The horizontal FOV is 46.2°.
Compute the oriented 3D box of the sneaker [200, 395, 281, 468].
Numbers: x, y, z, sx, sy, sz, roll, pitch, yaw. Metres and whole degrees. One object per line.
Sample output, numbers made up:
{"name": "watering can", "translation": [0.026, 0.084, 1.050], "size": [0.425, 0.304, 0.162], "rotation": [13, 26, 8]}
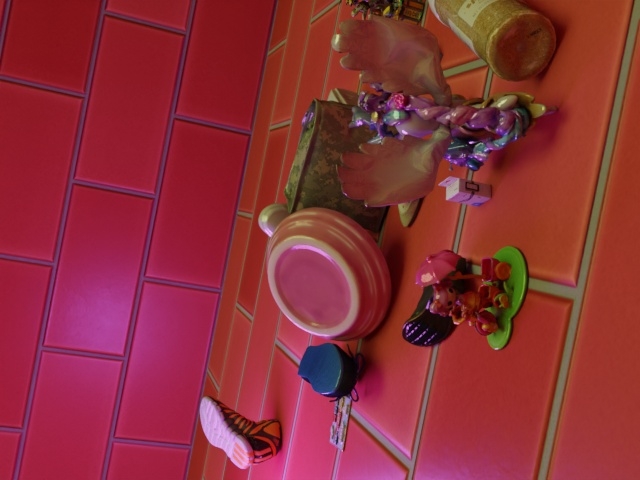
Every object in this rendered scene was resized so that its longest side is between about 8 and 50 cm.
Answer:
{"name": "sneaker", "translation": [-0.245, 0.597, 2.375], "size": [0.321, 0.180, 0.124], "rotation": [37, 120, 42]}

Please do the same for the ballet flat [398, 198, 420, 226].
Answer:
{"name": "ballet flat", "translation": [0.195, -0.107, 1.631], "size": [0.057, 0.052, 0.168], "rotation": [-106, 31, -56]}

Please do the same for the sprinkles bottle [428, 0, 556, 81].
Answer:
{"name": "sprinkles bottle", "translation": [0.299, -0.403, 1.355], "size": [0.355, 0.121, 0.121], "rotation": [-107, 32, -56]}

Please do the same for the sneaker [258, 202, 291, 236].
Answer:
{"name": "sneaker", "translation": [0.000, 0.000, 1.817], "size": [0.108, 0.292, 0.169], "rotation": [-65, 22, 4]}

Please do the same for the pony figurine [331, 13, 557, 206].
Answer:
{"name": "pony figurine", "translation": [0.176, -0.217, 1.296], "size": [0.363, 0.351, 0.302], "rotation": [-150, 59, -77]}

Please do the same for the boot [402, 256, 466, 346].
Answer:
{"name": "boot", "translation": [0.222, 0.119, 1.415], "size": [0.106, 0.082, 0.219], "rotation": [-64, 1, -35]}

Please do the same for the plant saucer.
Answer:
{"name": "plant saucer", "translation": [0.001, 0.091, 1.722], "size": [0.084, 0.332, 0.332], "rotation": [-34, -26, -50]}

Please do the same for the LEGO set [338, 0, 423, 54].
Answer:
{"name": "LEGO set", "translation": [0.124, -0.623, 1.936], "size": [0.331, 0.192, 0.255], "rotation": [168, 112, -72]}

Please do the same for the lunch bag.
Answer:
{"name": "lunch bag", "translation": [0.059, -0.193, 1.812], "size": [0.169, 0.235, 0.287], "rotation": [-108, 32, -63]}

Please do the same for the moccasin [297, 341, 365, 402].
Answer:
{"name": "moccasin", "translation": [0.042, 0.306, 1.789], "size": [0.342, 0.117, 0.137], "rotation": [-173, 106, -78]}

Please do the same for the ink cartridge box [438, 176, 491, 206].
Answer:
{"name": "ink cartridge box", "translation": [0.259, -0.088, 1.354], "size": [0.048, 0.083, 0.028], "rotation": [138, 139, -64]}

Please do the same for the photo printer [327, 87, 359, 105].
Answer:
{"name": "photo printer", "translation": [0.051, -0.242, 2.089], "size": [0.256, 0.107, 0.307], "rotation": [-112, 36, -61]}

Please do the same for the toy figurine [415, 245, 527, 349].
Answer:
{"name": "toy figurine", "translation": [0.230, 0.082, 1.218], "size": [0.130, 0.159, 0.173], "rotation": [171, 108, -72]}

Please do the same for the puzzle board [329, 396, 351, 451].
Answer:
{"name": "puzzle board", "translation": [0.047, 0.445, 1.849], "size": [0.096, 0.011, 0.128], "rotation": [175, 104, -73]}

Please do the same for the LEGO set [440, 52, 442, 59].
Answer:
{"name": "LEGO set", "translation": [0.204, -0.423, 1.723], "size": [0.227, 0.093, 0.087], "rotation": [-113, 37, -62]}
